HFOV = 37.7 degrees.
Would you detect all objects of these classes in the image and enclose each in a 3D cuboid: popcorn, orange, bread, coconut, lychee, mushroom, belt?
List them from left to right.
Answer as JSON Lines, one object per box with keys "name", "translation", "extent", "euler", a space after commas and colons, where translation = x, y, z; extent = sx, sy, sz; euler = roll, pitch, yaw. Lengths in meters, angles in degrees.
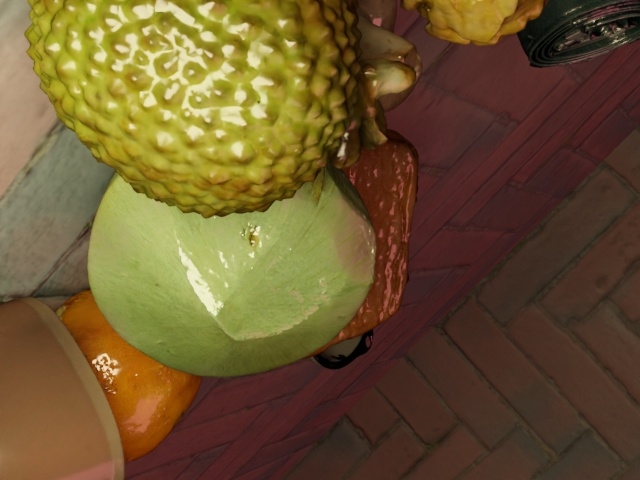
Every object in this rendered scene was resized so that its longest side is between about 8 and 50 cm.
{"name": "orange", "translation": [-0.275, 0.175, 1.250], "extent": [0.240, 0.240, 0.240], "euler": [-37, 162, -14]}
{"name": "lychee", "translation": [-0.080, -0.149, 0.786], "extent": [0.270, 0.320, 0.270], "euler": [-58, -174, 10]}
{"name": "coconut", "translation": [-0.097, 0.004, 1.026], "extent": [0.328, 0.328, 0.281], "euler": [-15, 141, -55]}
{"name": "bread", "translation": [-0.006, -0.002, 1.387], "extent": [0.328, 0.148, 0.337], "euler": [-21, 121, -44]}
{"name": "mushroom", "translation": [0.018, -0.206, 0.977], "extent": [0.204, 0.204, 0.204], "euler": [-37, 162, -14]}
{"name": "popcorn", "translation": [0.171, -0.336, 0.996], "extent": [0.250, 0.190, 0.250], "euler": [-45, 154, -29]}
{"name": "belt", "translation": [0.449, -0.380, 1.530], "extent": [0.268, 0.116, 0.206], "euler": [-15, 166, -5]}

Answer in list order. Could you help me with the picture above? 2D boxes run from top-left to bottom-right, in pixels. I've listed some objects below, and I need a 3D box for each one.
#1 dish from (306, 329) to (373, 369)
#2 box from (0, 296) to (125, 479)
{"name": "dish", "translation": [-0.009, 0.088, 1.664], "extent": [0.303, 0.120, 0.303], "euler": [-3, 93, -60]}
{"name": "box", "translation": [-0.388, 0.236, 1.050], "extent": [0.216, 0.301, 0.301], "euler": [-19, 152, -43]}
